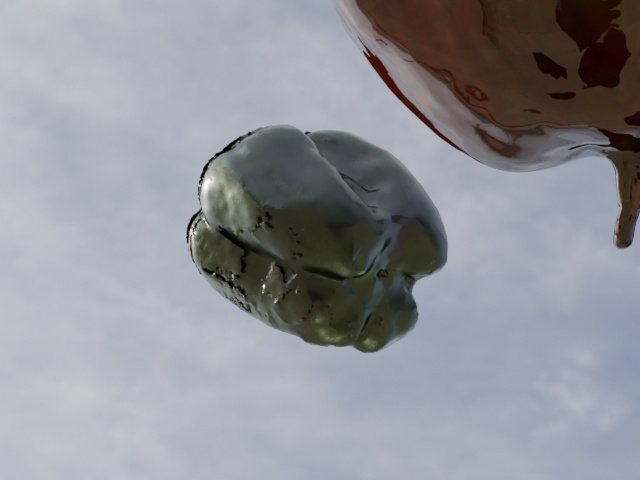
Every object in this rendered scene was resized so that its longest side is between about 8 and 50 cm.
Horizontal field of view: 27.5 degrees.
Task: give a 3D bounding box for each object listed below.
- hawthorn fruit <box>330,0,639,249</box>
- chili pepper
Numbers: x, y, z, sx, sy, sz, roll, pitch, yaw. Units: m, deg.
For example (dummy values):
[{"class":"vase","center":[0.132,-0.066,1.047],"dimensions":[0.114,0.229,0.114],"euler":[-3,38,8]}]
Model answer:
[{"class":"hawthorn fruit","center":[0.157,-0.200,0.882],"dimensions":[0.325,0.308,0.308],"euler":[44,-43,32]},{"class":"chili pepper","center":[0.000,0.000,1.479],"dimensions":[0.257,0.249,0.233],"euler":[38,-56,38]}]
